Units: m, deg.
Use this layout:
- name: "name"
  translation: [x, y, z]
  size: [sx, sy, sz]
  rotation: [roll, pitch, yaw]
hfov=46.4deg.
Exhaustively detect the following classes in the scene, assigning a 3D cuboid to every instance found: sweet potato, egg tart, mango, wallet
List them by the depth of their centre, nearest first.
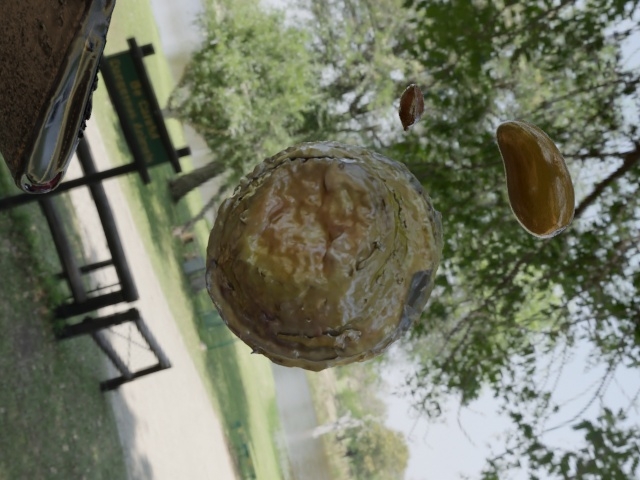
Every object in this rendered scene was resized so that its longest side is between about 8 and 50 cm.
- name: "wallet"
  translation: [-0.281, -0.206, 0.707]
  size: [0.262, 0.071, 0.221]
  rotation: [-51, -120, 40]
- name: "sweet potato"
  translation: [0.115, -0.169, 0.932]
  size: [0.095, 0.034, 0.034]
  rotation: [95, -20, -67]
- name: "egg tart"
  translation: [0.000, 0.000, 1.022]
  size: [0.150, 0.351, 0.352]
  rotation: [70, 3, -64]
- name: "mango"
  translation: [0.317, -0.095, 1.101]
  size: [0.102, 0.084, 0.184]
  rotation: [-20, -95, 54]
